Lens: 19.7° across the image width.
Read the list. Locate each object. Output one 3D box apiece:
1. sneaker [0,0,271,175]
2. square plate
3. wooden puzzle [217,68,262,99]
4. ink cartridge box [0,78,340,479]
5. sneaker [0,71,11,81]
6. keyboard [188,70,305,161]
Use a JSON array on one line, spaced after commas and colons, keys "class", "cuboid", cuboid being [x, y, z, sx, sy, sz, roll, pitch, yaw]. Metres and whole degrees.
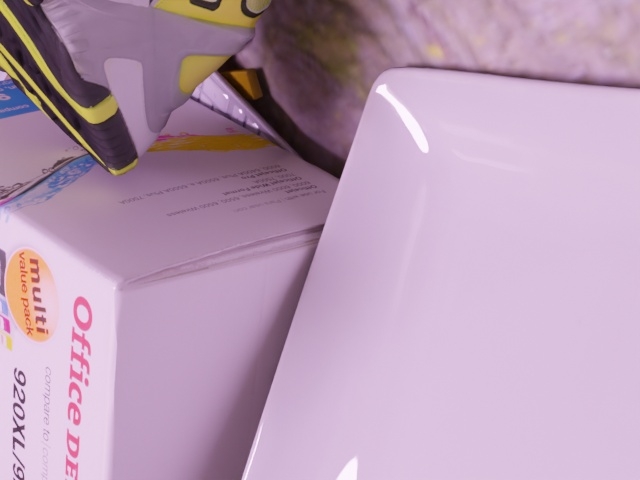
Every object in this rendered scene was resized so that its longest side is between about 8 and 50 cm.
[{"class": "sneaker", "cuboid": [-0.095, -0.169, 0.731, 0.145, 0.147, 0.385, 43, 167, 13]}, {"class": "square plate", "cuboid": [0.079, 0.108, 0.695, 0.347, 0.049, 0.344, 13, 84, 57]}, {"class": "wooden puzzle", "cuboid": [-0.068, -0.125, 0.976, 0.078, 0.014, 0.116, -13, 102, 58]}, {"class": "ink cartridge box", "cuboid": [-0.105, 0.034, 0.927, 0.232, 0.168, 0.171, 29, 123, 41]}, {"class": "sneaker", "cuboid": [-0.194, -0.036, 1.182, 0.153, 0.099, 0.282, 39, 147, 37]}, {"class": "keyboard", "cuboid": [0.000, 0.000, 0.945, 0.256, 0.014, 0.072, 46, 149, 23]}]
